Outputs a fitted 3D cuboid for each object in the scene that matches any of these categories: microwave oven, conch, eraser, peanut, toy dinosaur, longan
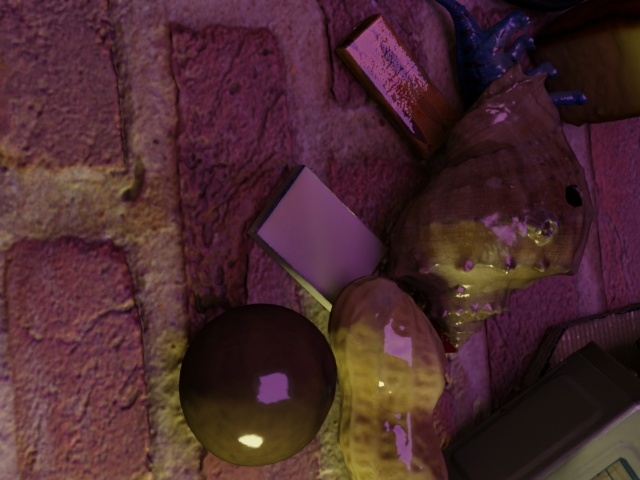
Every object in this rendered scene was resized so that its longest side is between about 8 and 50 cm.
[{"bbox_3d":[0.331,0.340,1.746,0.286,0.218,0.355,-37,107,1],"label":"microwave oven"},{"bbox_3d":[0.222,-0.028,1.732,0.263,0.186,0.324,12,108,-53],"label":"conch"},{"bbox_3d":[0.000,0.000,1.702,0.150,0.023,0.104,44,67,-22],"label":"eraser"},{"bbox_3d":[0.077,0.181,1.672,0.130,0.130,0.290,-8,99,-32],"label":"peanut"},{"bbox_3d":[0.228,-0.197,1.823,0.144,0.076,0.329,-26,105,0],"label":"toy dinosaur"},{"bbox_3d":[-0.063,0.150,1.577,0.187,0.167,0.167,-9,92,-50],"label":"longan"}]

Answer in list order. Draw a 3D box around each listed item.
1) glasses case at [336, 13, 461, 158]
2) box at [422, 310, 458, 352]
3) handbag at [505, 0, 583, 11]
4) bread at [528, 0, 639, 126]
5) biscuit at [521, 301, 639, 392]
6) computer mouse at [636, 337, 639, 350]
[{"bbox_3d":[0.091,-0.178,1.759,0.064,0.041,0.170,-45,111,-14],"label":"glasses case"},{"bbox_3d":[0.123,0.108,1.773,0.082,0.023,0.051,0,87,-32],"label":"box"},{"bbox_3d":[0.256,-0.431,1.846,0.254,0.093,0.308,-41,108,-29],"label":"handbag"},{"bbox_3d":[0.471,-0.265,1.836,0.333,0.323,0.143,-28,102,-31],"label":"bread"},{"bbox_3d":[0.352,0.167,1.899,0.250,0.046,0.147,-12,95,-33],"label":"biscuit"},{"bbox_3d":[0.480,0.180,1.756,0.115,0.389,0.199,-43,98,10],"label":"computer mouse"}]
